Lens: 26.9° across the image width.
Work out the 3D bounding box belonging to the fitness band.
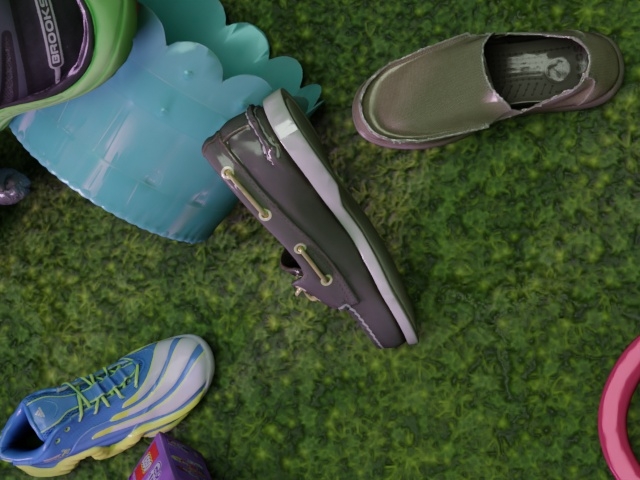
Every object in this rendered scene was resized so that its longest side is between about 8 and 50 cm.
[{"bbox_3d":[0.391,0.188,1.194,0.291,0.054,0.209,33,91,17],"label":"fitness band"}]

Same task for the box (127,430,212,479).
[{"bbox_3d":[-0.163,0.322,1.235,0.057,0.293,0.201,31,95,-19],"label":"box"}]

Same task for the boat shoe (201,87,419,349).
[{"bbox_3d":[-0.001,-0.003,1.231,0.091,0.305,0.109,-28,35,8],"label":"boat shoe"}]

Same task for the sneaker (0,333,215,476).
[{"bbox_3d":[-0.221,0.171,1.342,0.240,0.126,0.091,-34,76,11],"label":"sneaker"}]

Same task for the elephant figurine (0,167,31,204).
[{"bbox_3d":[-0.422,-0.027,1.422,0.239,0.186,0.169,-2,119,-8],"label":"elephant figurine"}]

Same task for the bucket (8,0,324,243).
[{"bbox_3d":[-0.156,-0.141,1.287,0.281,0.281,0.183,41,105,17],"label":"bucket"}]

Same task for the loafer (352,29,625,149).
[{"bbox_3d":[0.153,-0.156,1.282,0.268,0.092,0.102,-13,80,15],"label":"loafer"}]

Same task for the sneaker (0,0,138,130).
[{"bbox_3d":[-0.364,-0.140,1.165,0.483,0.202,0.185,-34,62,36],"label":"sneaker"}]
